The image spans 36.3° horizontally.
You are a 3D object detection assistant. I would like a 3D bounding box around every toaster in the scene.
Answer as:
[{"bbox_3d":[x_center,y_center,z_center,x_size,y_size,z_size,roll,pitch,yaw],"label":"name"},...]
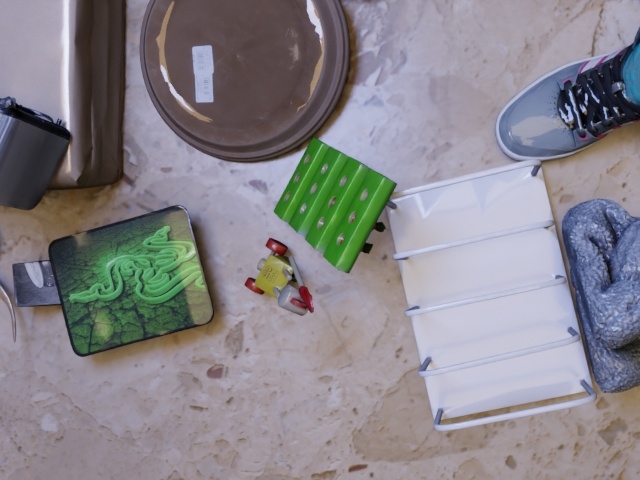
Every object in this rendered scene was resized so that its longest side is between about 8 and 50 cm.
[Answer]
[{"bbox_3d":[-0.380,-0.114,1.034,0.168,0.186,0.110,21,90,7],"label":"toaster"}]

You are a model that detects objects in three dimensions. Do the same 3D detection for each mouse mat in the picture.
[{"bbox_3d":[-0.236,0.051,1.208,0.190,0.007,0.152,-16,87,7],"label":"mouse mat"}]

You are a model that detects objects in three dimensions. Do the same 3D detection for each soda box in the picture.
[{"bbox_3d":[-0.304,0.051,1.249,0.169,0.053,0.060,-5,88,9],"label":"soda box"}]

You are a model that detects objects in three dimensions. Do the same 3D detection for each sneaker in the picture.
[{"bbox_3d":[0.338,-0.170,1.085,0.296,0.178,0.123,-22,86,8],"label":"sneaker"}]

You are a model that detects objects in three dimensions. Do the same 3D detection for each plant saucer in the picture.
[{"bbox_3d":[-0.101,-0.234,1.204,0.278,0.041,0.277,2,100,15],"label":"plant saucer"}]

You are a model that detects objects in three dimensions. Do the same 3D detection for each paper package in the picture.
[{"bbox_3d":[-0.419,-0.214,1.215,0.325,0.168,0.309,1,89,8],"label":"paper package"}]

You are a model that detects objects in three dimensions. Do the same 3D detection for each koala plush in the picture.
[{"bbox_3d":[0.392,0.032,1.073,0.221,0.196,0.203,-12,58,10],"label":"koala plush"}]

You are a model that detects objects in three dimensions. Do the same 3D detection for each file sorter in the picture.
[{"bbox_3d":[0.189,0.063,1.110,0.193,0.173,0.277,-13,88,9],"label":"file sorter"}]

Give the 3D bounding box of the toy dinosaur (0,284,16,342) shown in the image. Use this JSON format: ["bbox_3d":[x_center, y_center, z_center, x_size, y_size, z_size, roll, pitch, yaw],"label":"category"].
[{"bbox_3d":[-0.457,0.036,1.280,0.212,0.064,0.112,22,111,18],"label":"toy dinosaur"}]

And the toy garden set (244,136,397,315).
[{"bbox_3d":[0.000,0.000,1.128,0.049,0.244,0.203,26,97,-23],"label":"toy garden set"}]
